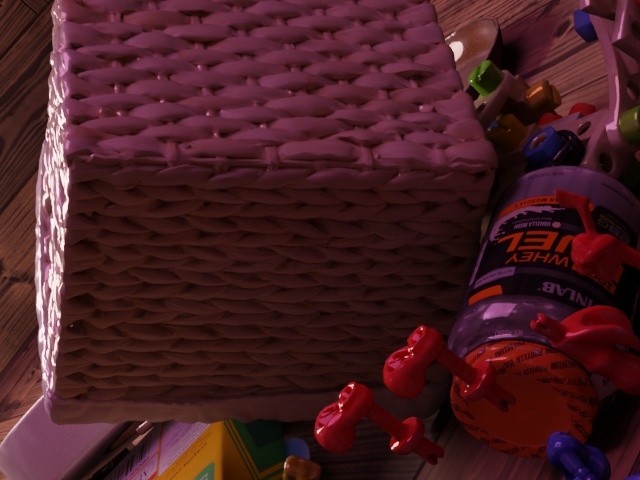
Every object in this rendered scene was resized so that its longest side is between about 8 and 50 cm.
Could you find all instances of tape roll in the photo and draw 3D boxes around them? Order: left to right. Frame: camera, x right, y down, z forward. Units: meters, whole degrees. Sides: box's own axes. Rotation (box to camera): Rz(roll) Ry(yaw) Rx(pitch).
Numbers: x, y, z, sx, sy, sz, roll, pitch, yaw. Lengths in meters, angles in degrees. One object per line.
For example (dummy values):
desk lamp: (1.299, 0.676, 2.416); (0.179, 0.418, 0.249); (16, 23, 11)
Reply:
tape roll: (-0.170, 0.129, 1.333); (0.392, 0.072, 0.392); (-42, -4, -4)

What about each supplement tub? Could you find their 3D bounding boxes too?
supplement tub: (0.155, 0.047, 0.855); (0.117, 0.117, 0.190); (-36, 20, 41)

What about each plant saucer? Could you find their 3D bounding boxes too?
plant saucer: (0.123, -0.148, 1.576); (0.310, 0.050, 0.310); (-44, 15, 15)

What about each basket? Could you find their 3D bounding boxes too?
basket: (-0.058, -0.055, 1.020); (0.328, 0.331, 0.266); (-104, 20, -46)

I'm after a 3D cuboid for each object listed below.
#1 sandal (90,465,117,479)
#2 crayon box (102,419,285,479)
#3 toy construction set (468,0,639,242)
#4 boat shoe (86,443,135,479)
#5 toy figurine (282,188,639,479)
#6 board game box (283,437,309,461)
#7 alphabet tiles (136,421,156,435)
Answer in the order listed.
sandal: (-0.206, 0.281, 1.325); (0.445, 0.107, 0.167); (-52, 15, -16)
crayon box: (-0.121, 0.254, 1.063); (0.203, 0.083, 0.323); (-46, 15, 11)
toy construction set: (0.198, -0.102, 1.081); (0.215, 0.151, 0.327); (-57, 6, -31)
boat shoe: (-0.319, 0.286, 1.658); (0.091, 0.114, 0.302); (-54, 4, -22)
toy figurine: (0.085, 0.181, 0.604); (0.362, 0.191, 0.217); (-45, 20, 19)
board game box: (-0.057, 0.252, 1.112); (0.168, 0.033, 0.133); (-55, 16, -21)
alphabet tiles: (-0.041, 0.083, 1.323); (0.342, 0.011, 0.285); (-40, -3, 22)
